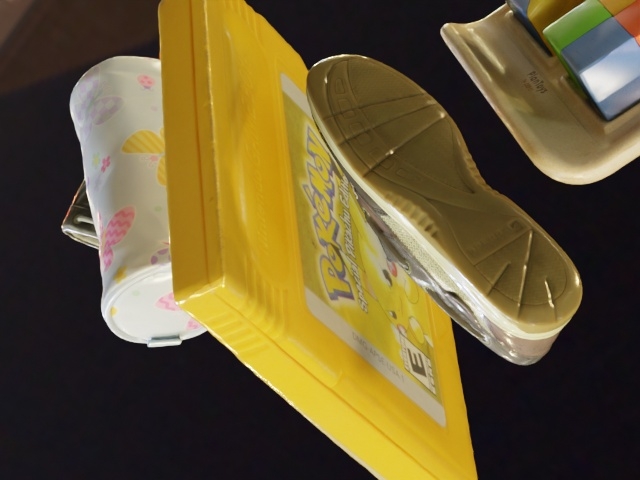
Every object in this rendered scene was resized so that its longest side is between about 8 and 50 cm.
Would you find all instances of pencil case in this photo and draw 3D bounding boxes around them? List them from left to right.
[{"bbox_3d":[-0.158,-0.039,1.621,0.124,0.113,0.273,119,-33,-42],"label":"pencil case"}]

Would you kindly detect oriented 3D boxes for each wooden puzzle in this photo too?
[{"bbox_3d":[0.269,-0.206,1.351,0.348,0.080,0.322,-30,-154,4],"label":"wooden puzzle"}]

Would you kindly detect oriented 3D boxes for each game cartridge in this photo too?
[{"bbox_3d":[0.000,0.000,1.232,0.053,0.323,0.285,-23,-131,19],"label":"game cartridge"}]

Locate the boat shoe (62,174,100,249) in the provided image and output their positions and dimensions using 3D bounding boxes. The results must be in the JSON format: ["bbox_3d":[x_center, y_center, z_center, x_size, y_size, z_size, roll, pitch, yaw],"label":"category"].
[{"bbox_3d":[-0.119,0.018,1.823,0.335,0.121,0.119,24,-99,32],"label":"boat shoe"}]

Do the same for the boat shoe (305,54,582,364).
[{"bbox_3d":[0.061,-0.015,1.051,0.080,0.223,0.073,-25,151,-30],"label":"boat shoe"}]
